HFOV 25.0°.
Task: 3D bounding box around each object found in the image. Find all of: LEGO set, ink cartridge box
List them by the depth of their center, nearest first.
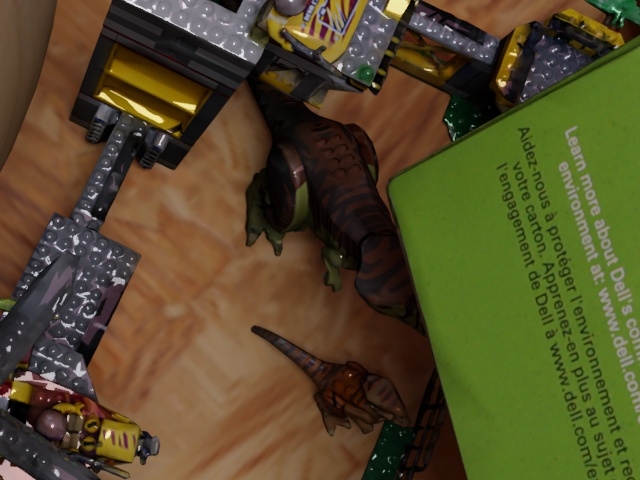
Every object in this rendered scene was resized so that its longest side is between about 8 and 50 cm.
[{"bbox_3d":[0.136,0.092,0.401,0.188,0.097,0.255,15,53,-50],"label":"ink cartridge box"},{"bbox_3d":[0.000,0.000,0.497,0.255,0.192,0.331,34,75,-7],"label":"LEGO set"}]

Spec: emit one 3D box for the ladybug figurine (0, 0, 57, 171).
[{"bbox_3d":[-0.235,-0.002,0.281,0.449,0.305,0.162,-30,114,-38],"label":"ladybug figurine"}]
